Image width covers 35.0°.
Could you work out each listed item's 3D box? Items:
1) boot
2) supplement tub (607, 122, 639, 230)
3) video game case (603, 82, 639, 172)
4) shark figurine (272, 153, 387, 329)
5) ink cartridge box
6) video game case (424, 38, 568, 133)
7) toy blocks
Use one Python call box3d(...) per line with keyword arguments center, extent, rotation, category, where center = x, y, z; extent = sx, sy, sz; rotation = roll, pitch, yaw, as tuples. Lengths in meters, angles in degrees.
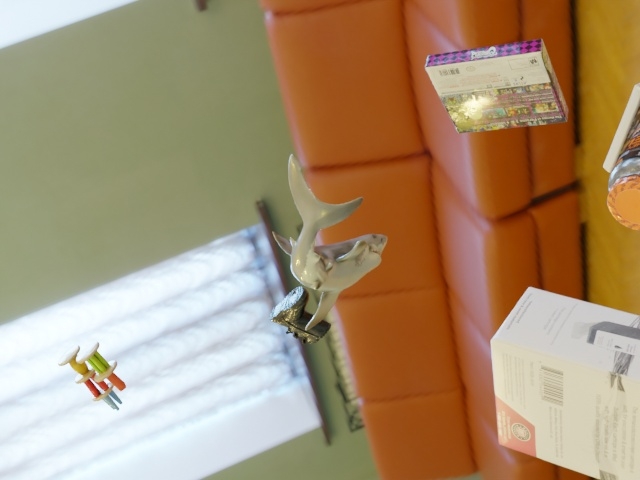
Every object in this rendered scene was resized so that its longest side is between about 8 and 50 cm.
box3d(center=(-0.026, 0.139, 1.849), extent=(0.121, 0.099, 0.045), rotation=(-41, 25, 45), category="boot")
box3d(center=(0.513, -0.107, 1.549), extent=(0.117, 0.190, 0.117), rotation=(22, 139, 20), category="supplement tub")
box3d(center=(0.575, -0.217, 1.738), extent=(0.022, 0.173, 0.190), rotation=(50, 151, 31), category="video game case")
box3d(center=(-0.018, 0.007, 1.275), extent=(0.116, 0.166, 0.278), rotation=(40, 178, 22), category="shark figurine")
box3d(center=(0.284, 0.151, 0.974), extent=(0.218, 0.092, 0.158), rotation=(17, 136, 31), category="ink cartridge box")
box3d(center=(0.349, -0.298, 1.999), extent=(0.210, 0.232, 0.042), rotation=(52, -137, -47), category="video game case")
box3d(center=(-0.406, 0.260, 1.898), extent=(0.123, 0.054, 0.148), rotation=(-13, 123, 46), category="toy blocks")
